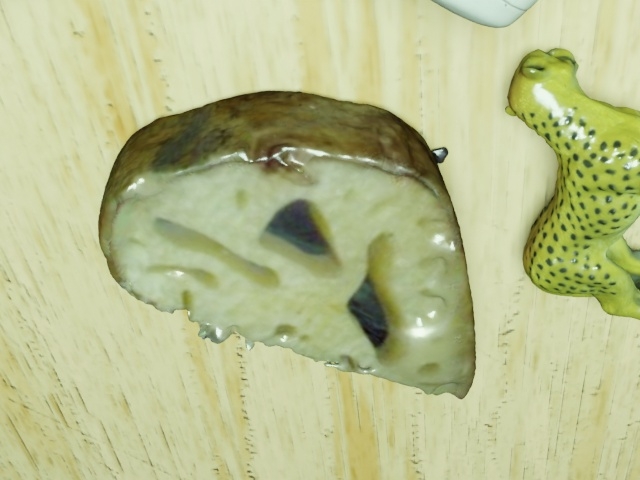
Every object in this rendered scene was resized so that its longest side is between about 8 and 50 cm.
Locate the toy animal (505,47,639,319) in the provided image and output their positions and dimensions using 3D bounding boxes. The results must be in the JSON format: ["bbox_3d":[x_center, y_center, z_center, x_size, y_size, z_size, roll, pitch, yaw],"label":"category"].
[{"bbox_3d":[0.161,-0.015,0.426,0.136,0.073,0.181,12,140,6],"label":"toy animal"}]

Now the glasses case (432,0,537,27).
[{"bbox_3d":[0.003,-0.172,0.294,0.233,0.092,0.059,35,124,-19],"label":"glasses case"}]

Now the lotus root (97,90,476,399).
[{"bbox_3d":[0.000,0.000,0.442,0.261,0.074,0.170,17,124,-9],"label":"lotus root"}]
